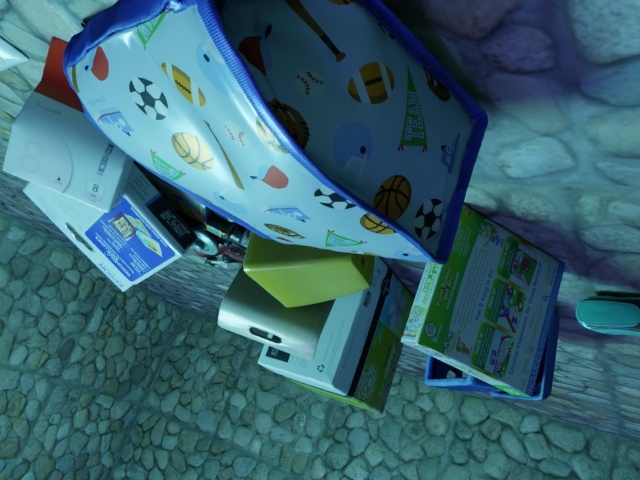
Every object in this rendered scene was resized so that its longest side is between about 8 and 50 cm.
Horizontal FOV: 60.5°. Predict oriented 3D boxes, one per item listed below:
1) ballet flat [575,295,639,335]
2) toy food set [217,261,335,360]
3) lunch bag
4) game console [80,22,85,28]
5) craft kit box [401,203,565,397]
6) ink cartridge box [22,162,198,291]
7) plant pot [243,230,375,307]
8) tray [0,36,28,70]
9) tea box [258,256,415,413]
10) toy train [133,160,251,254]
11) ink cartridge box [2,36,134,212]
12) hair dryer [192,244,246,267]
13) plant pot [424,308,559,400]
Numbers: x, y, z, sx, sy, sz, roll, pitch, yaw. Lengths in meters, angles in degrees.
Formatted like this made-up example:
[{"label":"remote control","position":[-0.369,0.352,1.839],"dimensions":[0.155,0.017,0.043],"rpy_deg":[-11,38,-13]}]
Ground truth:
[{"label":"ballet flat","position":[0.592,0.136,0.979],"dimensions":[0.087,0.083,0.247],"rpy_deg":[5,178,-44]},{"label":"toy food set","position":[-0.061,0.093,1.222],"dimensions":[0.219,0.306,0.092],"rpy_deg":[19,145,10]},{"label":"lunch bag","position":[-0.055,-0.148,0.622],"dimensions":[0.385,0.239,0.327],"rpy_deg":[27,164,-39]},{"label":"game console","position":[-0.279,-0.289,0.818],"dimensions":[0.107,0.071,0.122],"rpy_deg":[-24,141,24]},{"label":"craft kit box","position":[0.282,0.103,0.929],"dimensions":[0.246,0.250,0.061],"rpy_deg":[29,162,-21]},{"label":"ink cartridge box","position":[-0.426,-0.057,1.097],"dimensions":[0.304,0.072,0.307],"rpy_deg":[50,140,-14]},{"label":"plant pot","position":[0.000,0.000,1.052],"dimensions":[0.187,0.212,0.212],"rpy_deg":[0,155,21]},{"label":"tray","position":[-0.659,-0.383,0.946],"dimensions":[0.145,0.030,0.270],"rpy_deg":[6,156,42]},{"label":"tea box","position":[0.059,0.226,1.403],"dimensions":[0.219,0.329,0.323],"rpy_deg":[9,160,32]},{"label":"toy train","position":[-0.285,-0.103,1.097],"dimensions":[0.333,0.142,0.190],"rpy_deg":[28,147,10]},{"label":"ink cartridge box","position":[-0.400,-0.187,0.910],"dimensions":[0.189,0.232,0.066],"rpy_deg":[23,-158,-5]},{"label":"hair dryer","position":[-0.271,0.024,1.653],"dimensions":[0.223,0.080,0.293],"rpy_deg":[3,166,4]},{"label":"plant pot","position":[0.387,0.233,1.228],"dimensions":[0.212,0.236,0.236],"rpy_deg":[17,163,-10]}]
